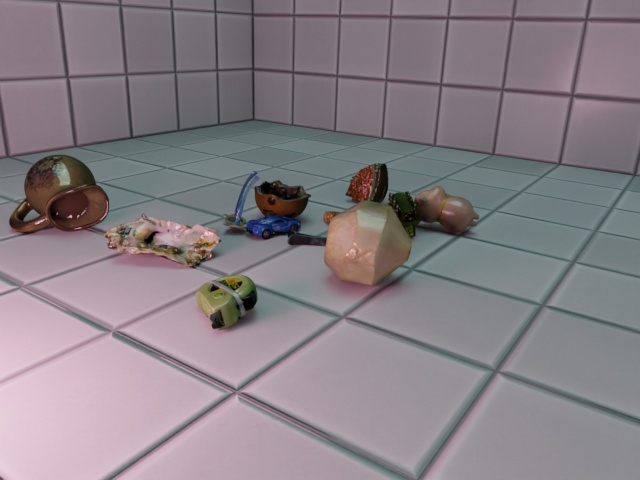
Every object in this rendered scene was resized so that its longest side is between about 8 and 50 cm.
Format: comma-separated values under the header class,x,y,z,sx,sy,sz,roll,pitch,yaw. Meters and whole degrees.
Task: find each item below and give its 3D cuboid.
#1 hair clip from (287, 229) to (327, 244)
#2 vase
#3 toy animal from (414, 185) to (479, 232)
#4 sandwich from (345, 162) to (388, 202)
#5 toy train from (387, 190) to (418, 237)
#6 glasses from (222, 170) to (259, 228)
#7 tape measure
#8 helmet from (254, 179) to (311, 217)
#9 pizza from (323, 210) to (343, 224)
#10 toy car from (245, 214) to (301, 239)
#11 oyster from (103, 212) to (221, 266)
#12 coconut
class,x,y,z,sx,sy,sz,roll,pitch,yaw
hair clip,0.000,0.000,1.912,0.229,0.039,0.070,5,21,-5
vase,-0.948,-0.137,1.973,0.329,0.241,0.302,-35,47,-14
toy animal,0.470,-0.110,2.080,0.247,0.165,0.149,14,42,13
sandwich,0.208,-0.253,2.394,0.159,0.185,0.109,15,16,24
toy train,0.304,-0.097,2.049,0.090,0.137,0.225,-5,25,-1
glasses,-0.267,-0.138,2.035,0.088,0.221,0.190,33,7,-15
tape measure,-0.236,0.148,1.404,0.154,0.088,0.177,-22,28,-24
helmet,-0.151,-0.144,2.137,0.224,0.130,0.198,22,29,26
pizza,0.122,-0.077,2.085,0.246,0.058,0.127,17,26,41
toy car,-0.165,-0.058,1.998,0.216,0.063,0.103,-14,25,-36
oyster,-0.501,0.010,1.762,0.354,0.107,0.201,14,41,-2
coconut,0.140,0.014,1.601,0.259,0.259,0.259,2,20,-1
